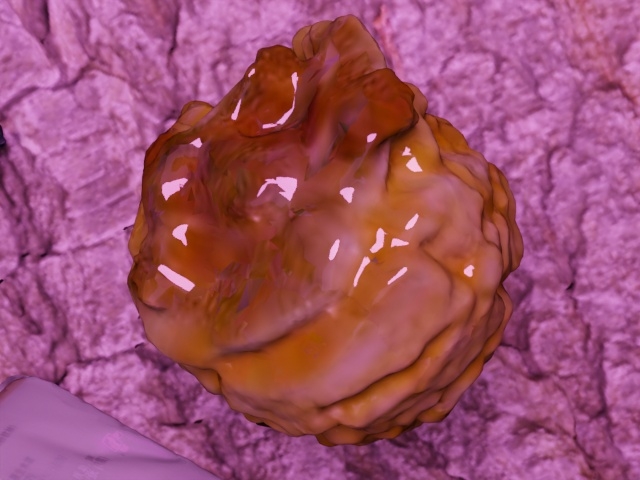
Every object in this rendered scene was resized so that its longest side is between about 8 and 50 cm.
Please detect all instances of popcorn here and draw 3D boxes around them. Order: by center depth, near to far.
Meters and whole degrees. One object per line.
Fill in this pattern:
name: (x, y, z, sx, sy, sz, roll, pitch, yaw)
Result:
popcorn: (-0.004, -0.002, 0.559, 0.293, 0.237, 0.293, -13, 66, 33)

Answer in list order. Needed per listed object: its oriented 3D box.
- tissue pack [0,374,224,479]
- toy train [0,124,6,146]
tissue pack: (-0.182, 0.312, 0.569, 0.332, 0.405, 0.205, 28, 108, -2)
toy train: (-0.437, 0.009, 0.679, 0.409, 0.089, 0.086, -34, 104, 11)
